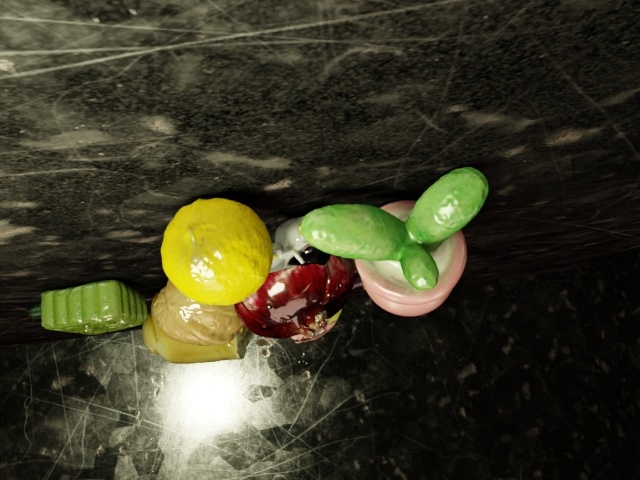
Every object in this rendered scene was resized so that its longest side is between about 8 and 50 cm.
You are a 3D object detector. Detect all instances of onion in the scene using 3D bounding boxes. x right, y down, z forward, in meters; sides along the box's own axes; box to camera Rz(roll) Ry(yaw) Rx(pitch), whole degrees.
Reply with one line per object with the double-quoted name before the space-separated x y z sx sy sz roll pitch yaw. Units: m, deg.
"onion" -0.054 0.131 1.408 0.313 0.233 0.314 -23 158 -10

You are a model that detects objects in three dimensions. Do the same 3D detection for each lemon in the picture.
"lemon" -0.162 0.017 0.938 0.180 0.181 0.193 -6 148 -12

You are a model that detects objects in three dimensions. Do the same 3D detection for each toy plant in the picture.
"toy plant" 0.142 0.020 1.085 0.316 0.211 0.356 -15 161 1

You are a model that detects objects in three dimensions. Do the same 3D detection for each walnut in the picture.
"walnut" -0.299 0.164 1.489 0.224 0.225 0.261 -13 167 24

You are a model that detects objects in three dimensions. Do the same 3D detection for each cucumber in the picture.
"cucumber" -0.855 0.216 1.791 0.105 0.048 0.048 -7 171 18

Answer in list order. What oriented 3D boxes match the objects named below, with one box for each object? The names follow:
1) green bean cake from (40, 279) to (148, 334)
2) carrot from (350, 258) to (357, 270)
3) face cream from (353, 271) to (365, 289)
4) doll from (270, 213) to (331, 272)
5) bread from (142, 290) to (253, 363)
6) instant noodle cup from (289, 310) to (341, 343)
"green bean cake" -0.609 0.186 1.603 0.222 0.125 0.248 -10 170 9
"carrot" 0.096 0.057 1.639 0.074 0.074 0.358 -5 170 -20
"face cream" 0.170 0.094 1.726 0.273 0.078 0.078 -20 171 -6
"doll" 0.003 -0.003 1.148 0.145 0.104 0.316 -9 178 37
"bread" -0.371 0.221 1.752 0.340 0.210 0.301 -5 -157 12
"instant noodle cup" -0.064 0.184 1.836 0.243 0.244 0.255 -7 178 -9
